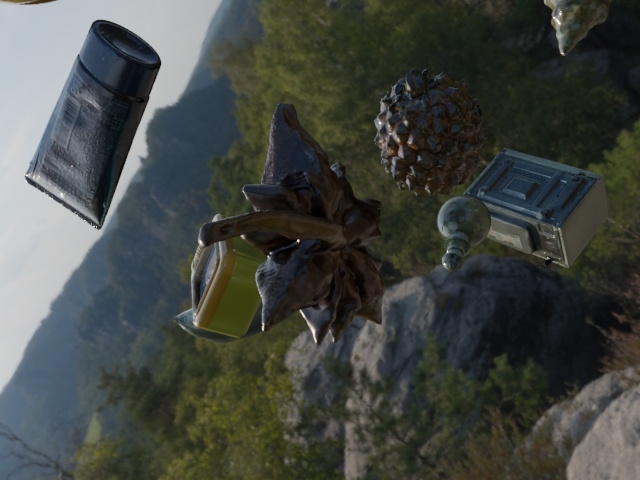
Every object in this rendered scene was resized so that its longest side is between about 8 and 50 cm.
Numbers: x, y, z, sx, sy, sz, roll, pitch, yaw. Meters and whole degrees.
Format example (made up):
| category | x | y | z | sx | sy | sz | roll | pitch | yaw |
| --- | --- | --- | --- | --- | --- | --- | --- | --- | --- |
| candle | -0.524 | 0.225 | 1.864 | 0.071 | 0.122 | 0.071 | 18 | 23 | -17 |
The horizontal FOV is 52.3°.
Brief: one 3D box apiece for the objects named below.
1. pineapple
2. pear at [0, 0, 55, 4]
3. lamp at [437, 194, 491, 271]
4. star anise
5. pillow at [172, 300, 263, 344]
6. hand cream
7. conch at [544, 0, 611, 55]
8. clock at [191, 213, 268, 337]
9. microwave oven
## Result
| category | x | y | z | sx | sy | sz | roll | pitch | yaw |
| --- | --- | --- | --- | --- | --- | --- | --- | --- | --- |
| pineapple | 0.153 | -0.162 | 0.923 | 0.166 | 0.193 | 0.166 | -13 | 47 | 14 |
| pear | -0.441 | -0.477 | 0.883 | 0.314 | 0.314 | 0.314 | -56 | 15 | 23 |
| lamp | 0.231 | -0.007 | 1.086 | 0.091 | 0.091 | 0.163 | -48 | 9 | 44 |
| star anise | -0.001 | -0.001 | 0.782 | 0.108 | 0.349 | 0.293 | -22 | 46 | 26 |
| pillow | -0.162 | 0.141 | 1.325 | 0.254 | 0.144 | 0.078 | -26 | 43 | 27 |
| hand cream | -0.278 | -0.130 | 0.789 | 0.270 | 0.120 | 0.061 | -52 | 7 | 35 |
| conch | 0.552 | -0.529 | 1.262 | 0.386 | 0.169 | 0.203 | -54 | -12 | -2 |
| clock | -0.157 | 0.056 | 1.098 | 0.143 | 0.096 | 0.202 | -62 | 23 | 17 |
| microwave oven | 0.458 | -0.073 | 1.407 | 0.194 | 0.145 | 0.240 | -44 | 44 | -19 |
